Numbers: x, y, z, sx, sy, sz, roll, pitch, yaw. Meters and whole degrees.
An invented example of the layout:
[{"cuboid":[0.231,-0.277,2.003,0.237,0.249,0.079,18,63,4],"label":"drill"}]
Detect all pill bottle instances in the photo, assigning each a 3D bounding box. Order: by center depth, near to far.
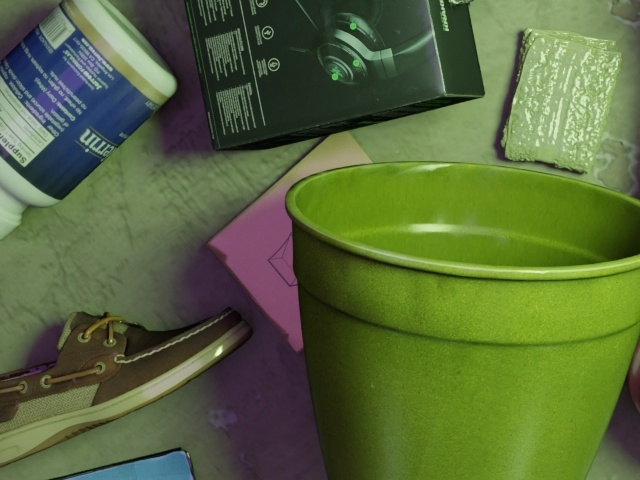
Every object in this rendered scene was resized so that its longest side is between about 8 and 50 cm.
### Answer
[{"cuboid":[-0.294,-0.131,1.505,0.265,0.153,0.153,-43,87,6],"label":"pill bottle"}]

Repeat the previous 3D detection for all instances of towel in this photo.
[{"cuboid":[0.259,-0.151,1.513,0.110,0.027,0.148,11,92,4],"label":"towel"}]

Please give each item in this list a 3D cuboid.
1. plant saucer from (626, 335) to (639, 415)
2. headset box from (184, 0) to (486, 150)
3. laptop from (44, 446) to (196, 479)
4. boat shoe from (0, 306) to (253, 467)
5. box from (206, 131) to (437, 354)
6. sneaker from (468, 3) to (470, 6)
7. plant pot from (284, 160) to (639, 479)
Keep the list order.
[{"cuboid":[0.469,0.137,1.370,0.332,0.332,0.084,1,47,1],"label":"plant saucer"},{"cuboid":[0.015,-0.239,1.440,0.283,0.131,0.246,-12,89,25],"label":"headset box"},{"cuboid":[-0.289,0.482,1.489,0.382,0.408,0.236,-15,124,6],"label":"laptop"},{"cuboid":[-0.243,0.134,1.528,0.342,0.123,0.123,-24,90,12],"label":"boat shoe"},{"cuboid":[0.000,0.000,1.546,0.201,0.021,0.164,-40,88,6],"label":"box"},{"cuboid":[0.138,-0.255,1.505,0.071,0.068,0.169,1,97,-10],"label":"sneaker"},{"cuboid":[0.139,0.137,1.387,0.367,0.366,0.352,5,107,5],"label":"plant pot"}]
